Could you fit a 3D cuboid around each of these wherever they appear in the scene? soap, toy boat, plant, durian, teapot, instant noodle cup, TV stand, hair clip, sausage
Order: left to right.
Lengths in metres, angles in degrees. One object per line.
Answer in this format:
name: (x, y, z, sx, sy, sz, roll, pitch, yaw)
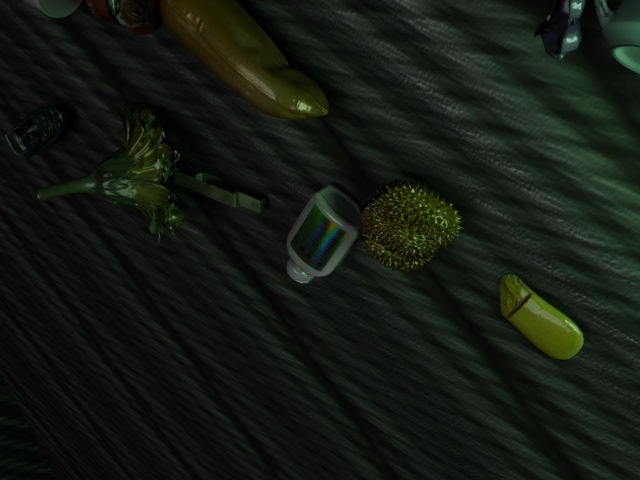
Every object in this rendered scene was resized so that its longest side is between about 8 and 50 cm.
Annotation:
toy boat: (-0.708, -0.278, 1.752, 0.246, 0.103, 0.092, -15, 105, 42)
instant noodle cup: (-0.381, -0.465, 1.339, 0.136, 0.127, 0.127, 21, 129, 40)
plant: (-0.415, -0.159, 1.478, 0.261, 0.297, 0.306, -63, 29, 16)
TV stand: (-0.219, -0.111, 1.480, 0.249, 0.042, 0.036, 23, 125, 29)
sausage: (-0.130, -0.316, 1.201, 0.354, 0.134, 0.116, 46, 113, 11)
durian: (0.143, -0.023, 1.162, 0.168, 0.137, 0.158, 32, 113, 10)
soap: (0.354, 0.130, 1.148, 0.168, 0.033, 0.089, 39, 133, 15)
hair clip: (0.297, -0.319, 0.834, 0.052, 0.124, 0.195, 9, 112, 9)
teapot: (0.410, -0.259, 0.773, 0.232, 0.159, 0.159, 25, 133, 5)

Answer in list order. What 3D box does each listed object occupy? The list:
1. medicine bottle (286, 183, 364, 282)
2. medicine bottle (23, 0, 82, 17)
medicine bottle: (0.000, 0.000, 1.335, 0.115, 0.078, 0.219, 42, 137, 8)
medicine bottle: (-0.621, -0.576, 1.456, 0.250, 0.133, 0.133, 35, 135, 18)
